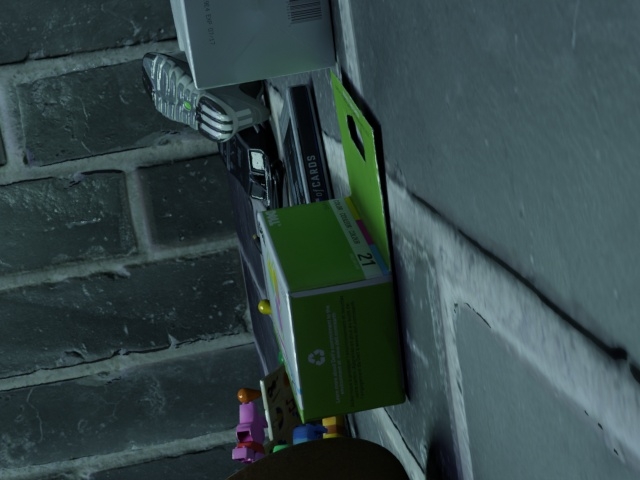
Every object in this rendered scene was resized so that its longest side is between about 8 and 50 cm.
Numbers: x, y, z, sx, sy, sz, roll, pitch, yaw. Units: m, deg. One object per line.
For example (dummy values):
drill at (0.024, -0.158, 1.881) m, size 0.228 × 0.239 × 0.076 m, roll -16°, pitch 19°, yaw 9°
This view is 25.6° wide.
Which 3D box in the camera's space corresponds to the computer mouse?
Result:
computer mouse at (-0.088, -0.083, 2.097) m, size 0.262 × 0.060 × 0.184 m, roll -131°, pitch 34°, yaw -56°

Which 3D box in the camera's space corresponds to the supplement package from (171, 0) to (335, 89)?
supplement package at (-0.078, -0.259, 1.364) m, size 0.244 × 0.133 × 0.139 m, roll -112°, pitch 14°, yaw -61°

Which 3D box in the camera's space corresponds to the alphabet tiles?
alphabet tiles at (-0.028, 0.267, 1.793) m, size 0.198 × 0.009 × 0.237 m, roll -31°, pitch -64°, yaw -57°

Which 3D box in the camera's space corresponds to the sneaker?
sneaker at (-0.159, -0.219, 2.085) m, size 0.228 × 0.132 × 0.086 m, roll 39°, pitch 134°, yaw 37°

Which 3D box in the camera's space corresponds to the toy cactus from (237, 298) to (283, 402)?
toy cactus at (-0.046, 0.135, 1.894) m, size 0.219 × 0.112 × 0.181 m, roll -86°, pitch 4°, yaw -50°

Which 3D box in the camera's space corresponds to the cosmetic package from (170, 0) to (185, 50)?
cosmetic package at (-0.171, -0.395, 2.069) m, size 0.085 × 0.117 × 0.231 m, roll 90°, pitch 170°, yaw -60°

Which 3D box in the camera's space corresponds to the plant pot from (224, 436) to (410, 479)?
plant pot at (0.024, 0.327, 1.100) m, size 0.254 × 0.237 × 0.237 m, roll -127°, pitch 24°, yaw -45°

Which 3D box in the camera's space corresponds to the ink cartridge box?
ink cartridge box at (0.000, 0.000, 1.248) m, size 0.189 × 0.097 × 0.255 m, roll -114°, pitch 14°, yaw -65°

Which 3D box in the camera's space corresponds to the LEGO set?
LEGO set at (-0.015, 0.234, 1.716) m, size 0.227 × 0.087 × 0.093 m, roll 35°, pitch -132°, yaw -58°

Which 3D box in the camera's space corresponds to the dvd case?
dvd case at (-0.009, -0.039, 1.573) m, size 0.179 × 0.029 × 0.239 m, roll 123°, pitch 137°, yaw -82°
